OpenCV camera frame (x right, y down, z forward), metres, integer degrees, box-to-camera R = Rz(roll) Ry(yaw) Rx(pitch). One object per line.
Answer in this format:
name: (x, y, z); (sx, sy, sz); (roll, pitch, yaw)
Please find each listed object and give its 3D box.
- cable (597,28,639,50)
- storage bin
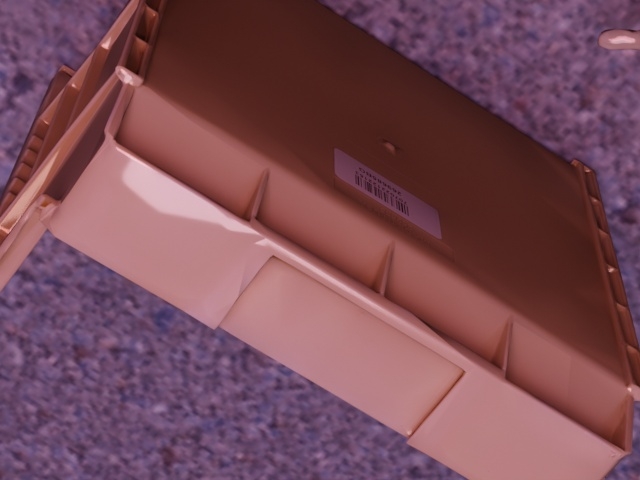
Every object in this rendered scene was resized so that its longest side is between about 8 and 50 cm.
cable: (0.264, -0.100, 0.803); (0.287, 0.072, 0.139); (13, 125, 18)
storage bin: (0.000, 0.000, 0.809); (0.262, 0.260, 0.123); (32, 114, -14)
